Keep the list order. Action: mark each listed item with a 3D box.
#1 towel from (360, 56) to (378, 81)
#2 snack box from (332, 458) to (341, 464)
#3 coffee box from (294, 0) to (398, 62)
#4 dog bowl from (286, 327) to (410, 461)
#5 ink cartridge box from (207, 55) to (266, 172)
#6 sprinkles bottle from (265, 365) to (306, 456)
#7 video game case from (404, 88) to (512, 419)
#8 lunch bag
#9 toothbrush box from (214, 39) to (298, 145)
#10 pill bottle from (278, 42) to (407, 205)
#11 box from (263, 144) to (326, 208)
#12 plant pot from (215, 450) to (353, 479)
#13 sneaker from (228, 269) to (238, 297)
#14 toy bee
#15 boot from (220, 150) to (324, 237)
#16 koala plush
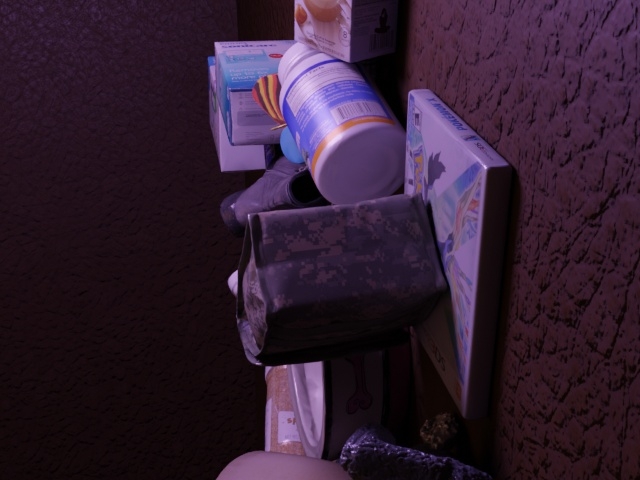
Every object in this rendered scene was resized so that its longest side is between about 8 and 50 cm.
[{"bbox_3d":[0.043,-0.446,1.620,0.324,0.056,0.312,-110,19,-57],"label":"towel"},{"bbox_3d":[0.051,0.483,1.906,0.174,0.070,0.207,-112,19,-63],"label":"snack box"},{"bbox_3d":[0.039,-0.403,1.416,0.141,0.098,0.246,31,130,43],"label":"coffee box"},{"bbox_3d":[0.037,0.170,1.642,0.408,0.150,0.408,175,90,-79],"label":"dog bowl"},{"bbox_3d":[-0.169,-0.322,2.415,0.270,0.197,0.198,-110,19,-55],"label":"ink cartridge box"},{"bbox_3d":[-0.058,0.387,2.032,0.355,0.121,0.121,-92,6,-49],"label":"sprinkles bottle"},{"bbox_3d":[0.159,0.007,1.226,0.300,0.036,0.329,-116,24,-62],"label":"video game case"},{"bbox_3d":[0.012,0.072,1.302,0.287,0.235,0.169,109,151,-66],"label":"lunch bag"},{"bbox_3d":[-0.097,-0.310,1.991,0.295,0.216,0.126,-111,20,-60],"label":"toothbrush box"},{"bbox_3d":[0.025,-0.189,1.468,0.272,0.152,0.152,-115,22,-43],"label":"pill bottle"},{"bbox_3d":[-0.059,-0.157,2.138,0.153,0.108,0.207,153,113,-78],"label":"box"},{"bbox_3d":[0.013,0.424,1.395,0.274,0.256,0.256,-15,76,39],"label":"plant pot"},{"bbox_3d":[-0.046,0.158,1.880,0.108,0.292,0.169,-42,44,24],"label":"sneaker"},{"bbox_3d":[0.020,-0.196,1.658,0.162,0.298,0.195,-44,8,42],"label":"toy bee"},{"bbox_3d":[-0.018,-0.119,1.859,0.223,0.338,0.118,-20,109,40],"label":"boot"},{"bbox_3d":[0.134,0.323,1.217,0.221,0.203,0.196,-13,-71,-80],"label":"koala plush"}]
